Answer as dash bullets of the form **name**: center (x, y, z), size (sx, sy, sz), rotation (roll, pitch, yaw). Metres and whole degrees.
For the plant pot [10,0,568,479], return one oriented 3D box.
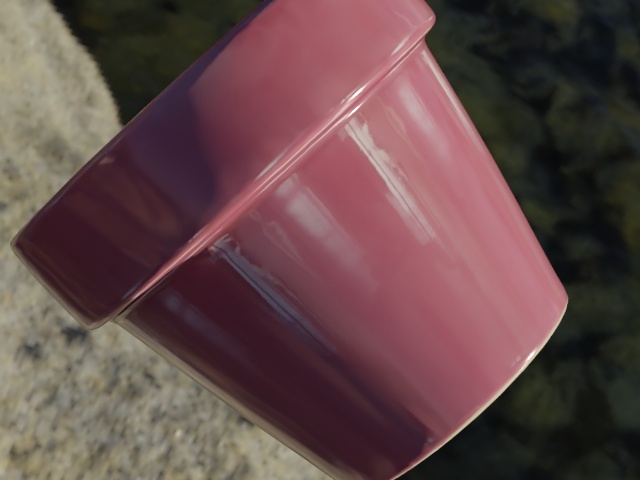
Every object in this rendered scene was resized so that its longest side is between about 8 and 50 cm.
- **plant pot**: center (0.000, 0.000, 0.744), size (0.180, 0.201, 0.201), rotation (48, 41, -4)
